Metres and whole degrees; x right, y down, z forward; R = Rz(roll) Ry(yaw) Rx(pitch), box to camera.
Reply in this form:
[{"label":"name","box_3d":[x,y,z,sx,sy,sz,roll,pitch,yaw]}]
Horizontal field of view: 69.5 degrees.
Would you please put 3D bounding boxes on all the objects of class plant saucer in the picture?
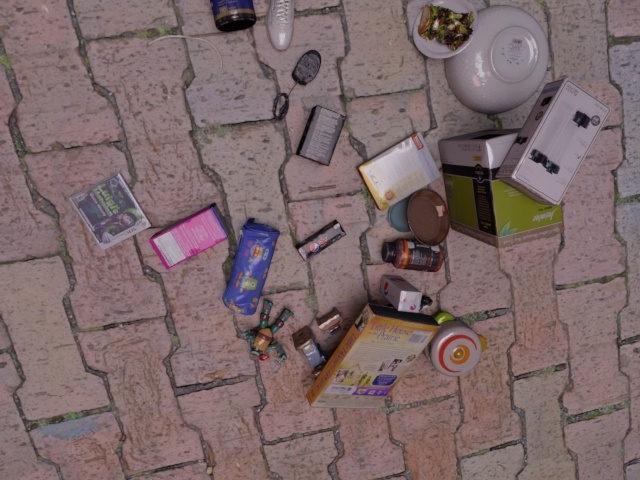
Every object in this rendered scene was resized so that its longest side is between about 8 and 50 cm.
[{"label":"plant saucer","box_3d":[0.292,-0.088,1.597,0.119,0.021,0.120,-2,103,-9]},{"label":"plant saucer","box_3d":[0.360,-0.076,1.570,0.198,0.036,0.199,5,80,-31]}]

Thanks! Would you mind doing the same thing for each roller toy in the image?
[{"label":"roller toy","box_3d":[0.472,0.382,1.660,0.209,0.146,0.191,33,96,-14]}]

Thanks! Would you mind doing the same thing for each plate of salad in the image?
[{"label":"plate of salad","box_3d":[0.384,-0.667,1.433,0.199,0.048,0.200,-2,85,22]}]

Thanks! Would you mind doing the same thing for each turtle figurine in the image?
[{"label":"turtle figurine","box_3d":[-0.190,0.329,1.562,0.175,0.118,0.234,28,81,-28]}]

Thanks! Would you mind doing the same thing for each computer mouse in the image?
[{"label":"computer mouse","box_3d":[-0.076,-0.487,1.452,0.071,0.041,0.242,35,101,-5]}]

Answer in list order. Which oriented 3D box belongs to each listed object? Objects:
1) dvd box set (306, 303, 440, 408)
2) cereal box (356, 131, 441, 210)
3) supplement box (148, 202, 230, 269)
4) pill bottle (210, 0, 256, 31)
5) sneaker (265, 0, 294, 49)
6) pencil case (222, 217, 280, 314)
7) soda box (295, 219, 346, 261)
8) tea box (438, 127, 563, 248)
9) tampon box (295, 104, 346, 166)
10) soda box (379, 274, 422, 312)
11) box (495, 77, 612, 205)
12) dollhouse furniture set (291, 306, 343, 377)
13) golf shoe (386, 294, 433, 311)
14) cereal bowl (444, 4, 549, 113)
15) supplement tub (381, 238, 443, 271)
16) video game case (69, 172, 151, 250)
[{"label":"dvd box set","box_3d":[0.175,0.405,1.555,0.307,0.062,0.421,14,117,-33]},{"label":"cereal box","box_3d":[0.263,-0.232,1.549,0.240,0.047,0.173,-30,105,-2]},{"label":"supplement box","box_3d":[-0.409,-0.016,1.456,0.219,0.111,0.114,-26,105,-2]},{"label":"pill bottle","box_3d":[-0.264,-0.728,1.322,0.122,0.123,0.220,-13,102,-6]},{"label":"sneaker","box_3d":[-0.116,-0.693,1.369,0.089,0.095,0.235,1,103,-11]},{"label":"pencil case","box_3d":[-0.231,0.087,1.501,0.133,0.119,0.307,13,100,-27]},{"label":"soda box","box_3d":[0.000,0.000,1.550,0.168,0.060,0.053,-33,106,-2]},{"label":"tea box","box_3d":[0.556,-0.179,1.461,0.219,0.329,0.324,-13,104,-7]},{"label":"tampon box","box_3d":[0.000,-0.327,1.449,0.101,0.120,0.161,19,98,-12]},{"label":"soda box","box_3d":[0.265,0.174,1.547,0.073,0.216,0.069,6,98,-10]},{"label":"box","box_3d":[0.621,-0.259,1.241,0.169,0.087,0.290,26,94,-12]},{"label":"dollhouse furniture set","box_3d":[0.016,0.348,1.590,0.183,0.129,0.129,-32,105,-1]},{"label":"golf shoe","box_3d":[0.310,0.259,1.654,0.198,0.077,0.094,-19,115,2]},{"label":"cereal bowl","box_3d":[0.583,-0.581,1.479,0.338,0.141,0.340,-2,102,-7]},{"label":"supplement tub","box_3d":[0.314,0.049,1.586,0.197,0.106,0.106,7,101,-11]},{"label":"video game case","box_3d":[-0.656,-0.089,1.448,0.173,0.022,0.191,-27,104,-3]}]
